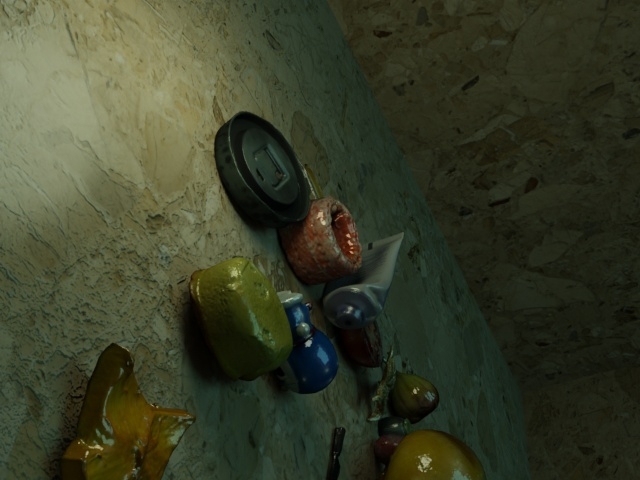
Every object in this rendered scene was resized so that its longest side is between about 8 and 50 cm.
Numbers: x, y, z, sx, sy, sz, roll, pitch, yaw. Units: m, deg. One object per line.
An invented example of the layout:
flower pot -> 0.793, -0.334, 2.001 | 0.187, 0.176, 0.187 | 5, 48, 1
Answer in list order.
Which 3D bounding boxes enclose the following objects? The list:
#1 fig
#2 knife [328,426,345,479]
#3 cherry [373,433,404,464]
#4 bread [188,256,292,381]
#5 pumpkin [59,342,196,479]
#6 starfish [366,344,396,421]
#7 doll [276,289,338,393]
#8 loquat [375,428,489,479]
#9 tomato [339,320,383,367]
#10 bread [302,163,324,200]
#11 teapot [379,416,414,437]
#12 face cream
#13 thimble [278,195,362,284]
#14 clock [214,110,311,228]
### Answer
fig -> 0.274, 0.482, 2.388 | 0.231, 0.160, 0.143 | 43, 35, -9
knife -> 0.039, 0.576, 1.884 | 0.230, 0.028, 0.060 | -74, 152, -53
cherry -> 0.225, 0.620, 2.178 | 0.225, 0.107, 0.090 | 41, 38, -55
bread -> -0.167, 0.166, 1.562 | 0.270, 0.148, 0.270 | 60, 13, -23
pumpkin -> -0.297, 0.349, 1.166 | 0.258, 0.095, 0.290 | 54, 30, -45
starfish -> 0.188, 0.420, 2.217 | 0.277, 0.062, 0.236 | 8, 95, -78
doll -> -0.059, 0.241, 1.743 | 0.257, 0.161, 0.215 | 65, -13, -11
loquat -> 0.319, 0.679, 1.970 | 0.328, 0.359, 0.329 | 17, 90, -74
tomato -> 0.119, 0.282, 2.235 | 0.225, 0.085, 0.225 | -19, 90, -73
bread -> -0.021, -0.134, 2.298 | 0.214, 0.053, 0.073 | 67, 18, -1
teapot -> 0.242, 0.582, 2.268 | 0.124, 0.090, 0.092 | 36, 41, -54
face cream -> 0.113, 0.110, 2.178 | 0.137, 0.234, 0.420 | 62, 25, -24
thimble -> 0.000, 0.000, 2.093 | 0.239, 0.162, 0.239 | 45, 35, -43
clock -> -0.148, -0.184, 1.953 | 0.325, 0.067, 0.325 | 40, 35, -36
